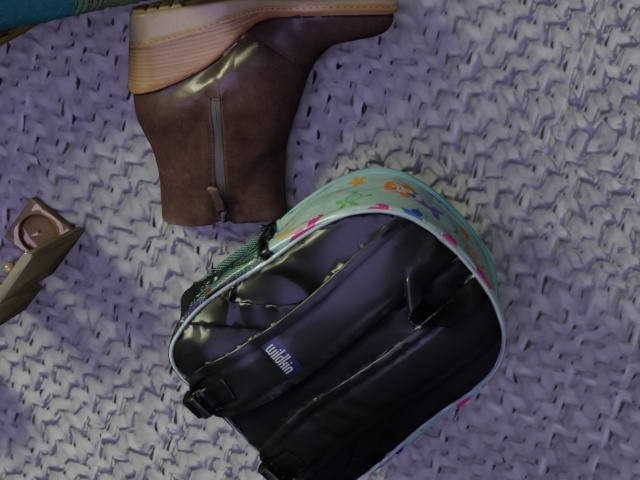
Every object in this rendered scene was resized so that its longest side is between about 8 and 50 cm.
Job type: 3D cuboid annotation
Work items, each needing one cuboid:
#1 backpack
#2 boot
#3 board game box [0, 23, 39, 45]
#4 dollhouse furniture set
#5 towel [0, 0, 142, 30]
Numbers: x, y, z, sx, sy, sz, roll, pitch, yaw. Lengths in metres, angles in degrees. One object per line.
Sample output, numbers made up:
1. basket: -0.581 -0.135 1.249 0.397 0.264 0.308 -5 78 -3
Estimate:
1. backpack: 0.028 0.065 1.059 0.253 0.191 0.225 -37 105 23
2. boot: -0.044 -0.121 1.108 0.248 0.090 0.206 -5 113 10
3. board game box: -0.330 -0.182 1.090 0.243 0.165 0.042 -26 96 14
4. dollhouse furniture set: -0.339 0.010 1.153 0.151 0.123 0.144 38 105 1
5. towel: -0.211 -0.303 0.941 0.040 0.370 0.271 -15 99 28
